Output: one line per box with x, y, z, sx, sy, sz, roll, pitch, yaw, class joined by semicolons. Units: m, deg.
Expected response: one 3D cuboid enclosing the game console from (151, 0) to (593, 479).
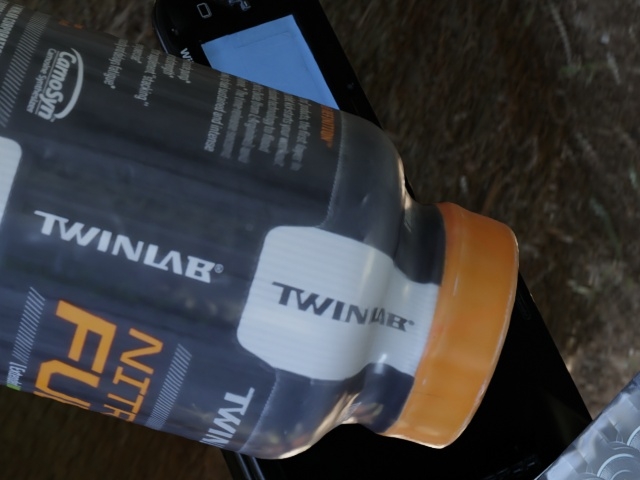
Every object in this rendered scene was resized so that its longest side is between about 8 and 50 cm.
0.000;0.000;0.866;0.361;0.213;0.044;64;149;11;game console

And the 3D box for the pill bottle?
-0.057;0.000;0.533;0.246;0.130;0.130;17;129;-8;pill bottle

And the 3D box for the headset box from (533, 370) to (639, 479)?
0.264;0.164;0.670;0.246;0.283;0.131;10;125;-46;headset box
